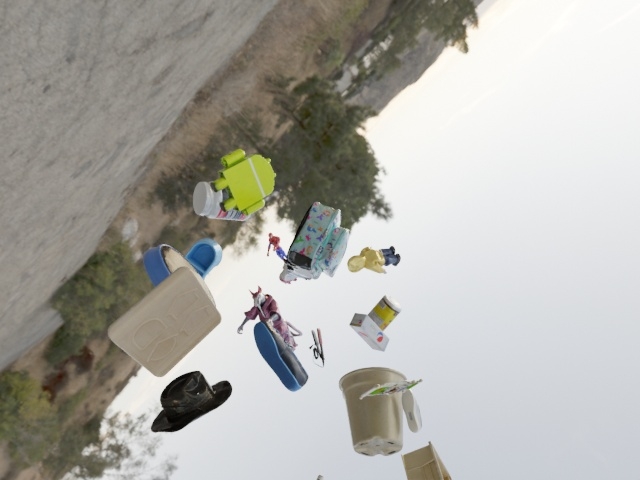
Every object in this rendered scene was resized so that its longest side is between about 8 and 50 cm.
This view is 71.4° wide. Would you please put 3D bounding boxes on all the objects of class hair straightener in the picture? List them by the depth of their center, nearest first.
[{"bbox_3d":[-0.022,0.646,2.664,0.088,0.231,0.047,-21,161,22],"label":"hair straightener"}]

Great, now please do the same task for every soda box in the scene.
[{"bbox_3d":[0.222,0.415,2.006,0.073,0.216,0.069,-1,-130,46],"label":"soda box"}]

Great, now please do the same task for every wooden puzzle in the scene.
[{"bbox_3d":[-0.535,0.283,1.564,0.080,0.348,0.322,31,-116,32],"label":"wooden puzzle"}]

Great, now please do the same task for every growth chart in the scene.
[{"bbox_3d":[0.293,0.627,1.878,0.172,0.237,0.021,118,-35,-48],"label":"growth chart"}]

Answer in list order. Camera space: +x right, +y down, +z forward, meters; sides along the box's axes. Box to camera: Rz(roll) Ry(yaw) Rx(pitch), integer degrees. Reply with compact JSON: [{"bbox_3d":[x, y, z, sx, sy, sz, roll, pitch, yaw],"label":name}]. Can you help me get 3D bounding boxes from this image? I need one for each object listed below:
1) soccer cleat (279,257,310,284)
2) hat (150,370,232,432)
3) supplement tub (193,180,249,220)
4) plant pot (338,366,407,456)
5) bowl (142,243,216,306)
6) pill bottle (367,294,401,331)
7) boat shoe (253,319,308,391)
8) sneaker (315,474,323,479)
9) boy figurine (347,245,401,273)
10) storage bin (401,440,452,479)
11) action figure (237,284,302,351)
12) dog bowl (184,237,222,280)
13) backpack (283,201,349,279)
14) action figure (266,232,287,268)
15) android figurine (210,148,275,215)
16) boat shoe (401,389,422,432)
[{"bbox_3d":[-0.141,0.136,2.288,0.116,0.143,0.331,-51,-162,-30],"label":"soccer cleat"},{"bbox_3d":[-0.519,0.595,1.729,0.330,0.134,0.331,-21,-173,3],"label":"hat"},{"bbox_3d":[-0.502,-0.206,2.318,0.191,0.272,0.192,-4,-96,51],"label":"supplement tub"},{"bbox_3d":[0.253,0.798,2.041,0.333,0.333,0.306,-38,-145,33],"label":"plant pot"},{"bbox_3d":[-0.575,0.178,1.857,0.077,0.391,0.391,-36,-168,-1],"label":"bowl"},{"bbox_3d":[0.307,0.391,2.272,0.215,0.117,0.117,-51,-169,14],"label":"pill bottle"},{"bbox_3d":[-0.136,0.383,1.500,0.109,0.259,0.089,-35,170,36],"label":"boat shoe"},{"bbox_3d":[-0.011,1.000,1.827,0.037,0.031,0.084,-45,147,-54],"label":"sneaker"},{"bbox_3d":[0.261,0.103,2.198,0.284,0.177,0.092,-11,140,-29],"label":"boy figurine"},{"bbox_3d":[0.407,0.905,1.558,0.123,0.262,0.261,-24,-148,8],"label":"storage bin"},{"bbox_3d":[-0.201,0.350,1.957,0.247,0.371,0.275,-1,-156,41],"label":"action figure"},{"bbox_3d":[-0.623,0.124,2.238,0.297,0.165,0.074,-53,180,-1],"label":"dog bowl"},{"bbox_3d":[0.000,0.000,1.579,0.225,0.190,0.254,76,31,-71],"label":"backpack"},{"bbox_3d":[-0.258,0.082,2.642,0.091,0.281,0.139,-3,-141,28],"label":"action figure"},{"bbox_3d":[-0.285,-0.226,1.709,0.272,0.249,0.056,-38,-150,-30],"label":"android figurine"},{"bbox_3d":[0.411,0.747,1.969,0.066,0.184,0.063,-26,161,34],"label":"boat shoe"}]
